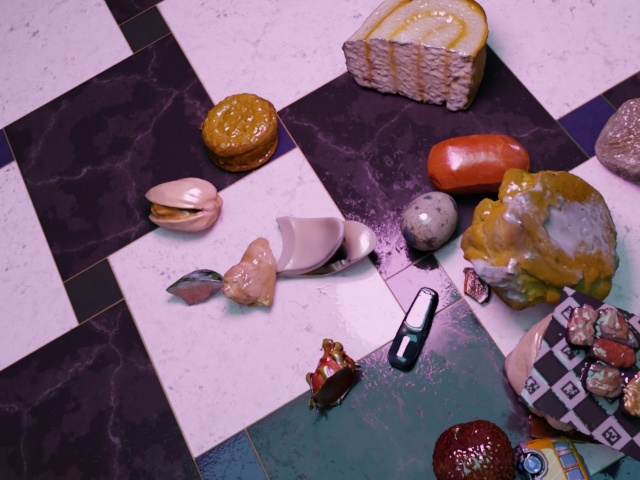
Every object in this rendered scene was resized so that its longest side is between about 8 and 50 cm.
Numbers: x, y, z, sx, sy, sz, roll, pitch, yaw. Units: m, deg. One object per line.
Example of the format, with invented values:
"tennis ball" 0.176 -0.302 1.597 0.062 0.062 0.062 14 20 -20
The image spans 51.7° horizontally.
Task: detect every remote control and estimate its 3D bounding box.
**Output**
"remote control" 0.237 0.218 1.674 0.072 0.042 0.222 20 72 21

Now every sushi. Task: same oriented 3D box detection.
"sushi" 0.594 0.265 1.351 0.294 0.059 0.292 23 73 9

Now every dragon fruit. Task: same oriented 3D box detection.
"dragon fruit" 0.030 0.331 1.639 0.142 0.138 0.175 0 44 -13

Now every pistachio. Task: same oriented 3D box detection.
"pistachio" -0.394 -0.104 1.887 0.229 0.157 0.157 0 67 17

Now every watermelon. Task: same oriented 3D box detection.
"watermelon" -0.327 0.115 1.817 0.155 0.080 0.101 -22 22 31

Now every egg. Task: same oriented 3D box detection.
"egg" 0.287 -0.054 1.728 0.141 0.141 0.182 30 59 21

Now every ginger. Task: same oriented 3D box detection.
"ginger" -0.200 0.078 1.775 0.115 0.122 0.193 -15 66 43

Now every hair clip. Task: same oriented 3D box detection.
"hair clip" 0.007 0.007 1.775 0.282 0.113 0.173 -13 64 39

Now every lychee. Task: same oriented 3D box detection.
"lychee" 0.343 0.491 1.464 0.194 0.194 0.194 -4 67 10

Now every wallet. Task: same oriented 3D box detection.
"wallet" 0.573 0.421 1.530 0.176 0.026 0.095 1 62 9

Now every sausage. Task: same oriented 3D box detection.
"sausage" 0.418 -0.199 1.753 0.268 0.153 0.141 -3 78 8

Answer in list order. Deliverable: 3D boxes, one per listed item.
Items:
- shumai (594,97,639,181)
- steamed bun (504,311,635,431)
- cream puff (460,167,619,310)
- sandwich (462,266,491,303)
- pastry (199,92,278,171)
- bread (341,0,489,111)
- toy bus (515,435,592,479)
"shumai" 0.867 -0.250 1.701 0.260 0.222 0.225 -43 46 32
"steamed bun" 0.586 0.289 1.473 0.276 0.203 0.289 -31 58 -10
"cream puff" 0.512 0.005 1.606 0.378 0.275 0.378 7 68 -18
"sandwich" 0.402 0.116 1.694 0.069 0.026 0.101 -2 68 10
"pastry" -0.238 -0.333 1.955 0.240 0.132 0.235 -25 66 -1
"bread" 0.290 -0.570 1.899 0.395 0.239 0.264 17 67 19
"toy bus" 0.518 0.530 1.439 0.136 0.126 0.210 -18 67 3
